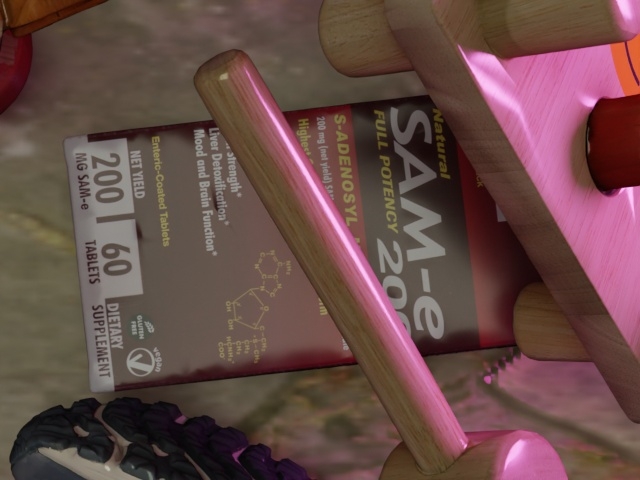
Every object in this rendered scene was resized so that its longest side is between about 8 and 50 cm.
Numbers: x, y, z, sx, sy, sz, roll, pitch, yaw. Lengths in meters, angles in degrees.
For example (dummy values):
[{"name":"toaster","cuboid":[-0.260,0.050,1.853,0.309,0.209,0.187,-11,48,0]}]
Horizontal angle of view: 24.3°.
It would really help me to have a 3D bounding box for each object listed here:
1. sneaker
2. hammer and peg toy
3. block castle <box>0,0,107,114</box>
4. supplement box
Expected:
[{"name":"sneaker","cuboid":[-0.027,0.175,0.706,0.283,0.110,0.122,28,97,-12]},{"name":"hammer and peg toy","cuboid":[0.111,-0.056,0.601,0.127,0.266,0.361,-3,47,37]},{"name":"block castle","cuboid":[-0.163,-0.300,0.694,0.303,0.213,0.453,-26,98,-11]},{"name":"supplement box","cuboid":[0.000,0.000,0.751,0.239,0.073,0.130,-7,87,1]}]
